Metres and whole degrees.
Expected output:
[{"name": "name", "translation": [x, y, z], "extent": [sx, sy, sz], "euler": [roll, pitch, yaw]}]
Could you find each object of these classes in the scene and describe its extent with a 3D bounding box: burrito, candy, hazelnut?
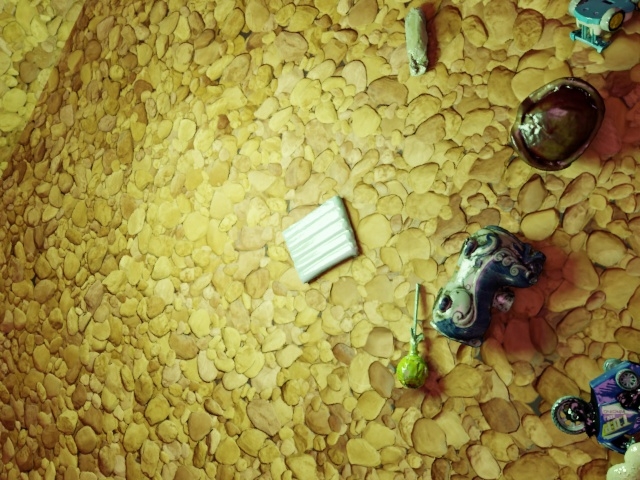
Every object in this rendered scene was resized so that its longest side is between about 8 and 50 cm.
[{"name": "burrito", "translation": [0.251, -0.520, 1.467], "extent": [0.058, 0.045, 0.188], "euler": [-5, 82, 20]}, {"name": "candy", "translation": [0.237, 0.237, 1.415], "extent": [0.077, 0.073, 0.261], "euler": [4, 80, 9]}, {"name": "hazelnut", "translation": [0.520, -0.251, 1.245], "extent": [0.170, 0.160, 0.201], "euler": [23, 91, 25]}]

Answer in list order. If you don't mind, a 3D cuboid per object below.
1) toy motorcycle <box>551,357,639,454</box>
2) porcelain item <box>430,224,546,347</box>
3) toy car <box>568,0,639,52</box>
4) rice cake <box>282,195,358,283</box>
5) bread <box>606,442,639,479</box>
[{"name": "toy motorcycle", "translation": [0.648, 0.336, 1.167], "extent": [0.315, 0.113, 0.168], "euler": [-36, 82, 12]}, {"name": "porcelain item", "translation": [0.383, 0.111, 1.315], "extent": [0.186, 0.138, 0.287], "euler": [26, 94, 9]}, {"name": "toy car", "translation": [0.645, -0.504, 1.254], "extent": [0.162, 0.098, 0.126], "euler": [-29, 46, -7]}, {"name": "rice cake", "translation": [0.000, 0.000, 1.560], "extent": [0.198, 0.037, 0.189], "euler": [-25, 75, 23]}, {"name": "bread", "translation": [0.677, 0.512, 1.123], "extent": [0.182, 0.039, 0.250], "euler": [-12, 105, 22]}]
